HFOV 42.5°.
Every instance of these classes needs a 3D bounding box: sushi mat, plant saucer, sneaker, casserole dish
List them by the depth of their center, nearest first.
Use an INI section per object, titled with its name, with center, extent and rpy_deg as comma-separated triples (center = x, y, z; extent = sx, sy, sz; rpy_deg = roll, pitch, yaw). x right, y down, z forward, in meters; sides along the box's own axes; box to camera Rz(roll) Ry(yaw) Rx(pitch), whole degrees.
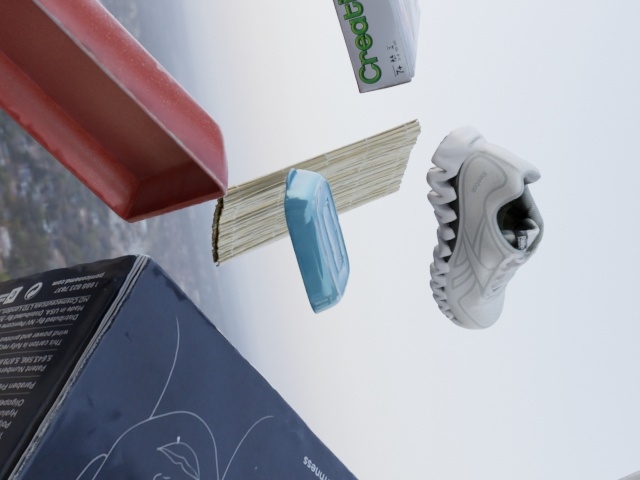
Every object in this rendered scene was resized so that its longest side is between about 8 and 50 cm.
[plant saucer]
center = -0.197, -0.126, 0.645
extent = 0.259, 0.047, 0.258
rpy_deg = 45, -23, -19
[sneaker]
center = 0.197, 0.009, 0.965
extent = 0.118, 0.110, 0.292
rpy_deg = 25, -36, 34
[casserole dish]
center = 0.000, 0.000, 0.995
extent = 0.114, 0.037, 0.188
rpy_deg = -69, 149, -58
[sushi mat]
center = -0.005, -0.066, 1.134
extent = 0.019, 0.316, 0.151
rpy_deg = 54, -27, 26

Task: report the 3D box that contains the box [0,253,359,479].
[box]
center = -0.224, 0.354, 0.818
extent = 0.480, 0.297, 0.471
rpy_deg = 53, 41, -32

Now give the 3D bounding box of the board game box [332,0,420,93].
[board game box]
center = 0.023, -0.301, 0.690
extent = 0.193, 0.053, 0.305
rpy_deg = -75, 150, -58

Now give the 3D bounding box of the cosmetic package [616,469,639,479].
[cosmetic package]
center = 0.314, 0.246, 0.615
extent = 0.161, 0.453, 0.230
rpy_deg = 67, 7, 31
